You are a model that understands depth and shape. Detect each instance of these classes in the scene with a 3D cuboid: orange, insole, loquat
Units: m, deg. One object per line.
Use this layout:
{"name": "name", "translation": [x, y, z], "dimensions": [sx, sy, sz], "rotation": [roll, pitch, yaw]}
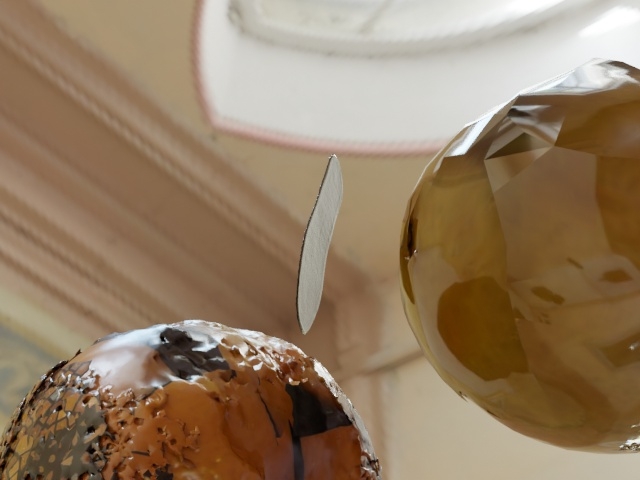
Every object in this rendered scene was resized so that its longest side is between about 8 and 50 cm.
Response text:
{"name": "orange", "translation": [-0.073, 0.157, 0.874], "dimensions": [0.234, 0.182, 0.234], "rotation": [20, -115, -50]}
{"name": "insole", "translation": [0.000, 0.000, 1.038], "dimensions": [0.152, 0.002, 0.053], "rotation": [-74, -23, -48]}
{"name": "loquat", "translation": [0.165, 0.012, 0.921], "dimensions": [0.235, 0.235, 0.235], "rotation": [41, -146, -37]}
